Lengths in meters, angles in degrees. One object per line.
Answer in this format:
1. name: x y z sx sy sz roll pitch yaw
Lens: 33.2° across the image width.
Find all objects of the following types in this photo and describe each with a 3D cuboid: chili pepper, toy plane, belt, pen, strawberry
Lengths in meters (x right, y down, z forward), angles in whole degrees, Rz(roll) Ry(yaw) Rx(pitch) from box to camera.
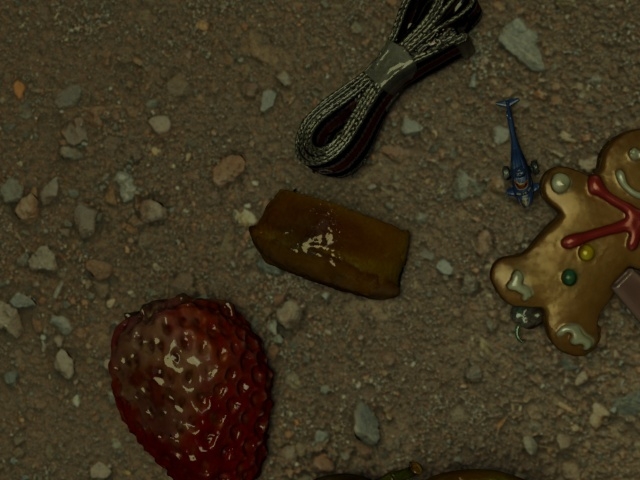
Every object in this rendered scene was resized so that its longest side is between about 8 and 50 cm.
1. chili pepper: 0.324 0.079 1.585 0.050 0.041 0.153 30 95 -19
2. toy plane: 0.293 -0.129 1.597 0.054 0.062 0.167 -11 74 14
3. belt: 0.100 -0.244 1.634 0.359 0.094 0.126 -46 73 6
4. pen: 0.491 0.121 1.522 0.053 0.032 0.197 -44 98 0
5. strawberry: -0.203 0.251 1.655 0.265 0.149 0.336 -19 83 11

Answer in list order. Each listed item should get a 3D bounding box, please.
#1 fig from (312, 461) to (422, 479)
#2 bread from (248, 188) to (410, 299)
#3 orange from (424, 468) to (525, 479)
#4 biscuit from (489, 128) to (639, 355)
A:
1. fig: 0.043 0.398 1.601 0.142 0.148 0.186 30 55 27
2. bread: 0.003 0.001 1.624 0.260 0.134 0.129 19 91 14
3. orange: 0.244 0.481 1.505 0.262 0.196 0.334 -27 76 26
4. biscuit: 0.399 -0.017 1.544 0.216 0.047 0.339 40 90 0
